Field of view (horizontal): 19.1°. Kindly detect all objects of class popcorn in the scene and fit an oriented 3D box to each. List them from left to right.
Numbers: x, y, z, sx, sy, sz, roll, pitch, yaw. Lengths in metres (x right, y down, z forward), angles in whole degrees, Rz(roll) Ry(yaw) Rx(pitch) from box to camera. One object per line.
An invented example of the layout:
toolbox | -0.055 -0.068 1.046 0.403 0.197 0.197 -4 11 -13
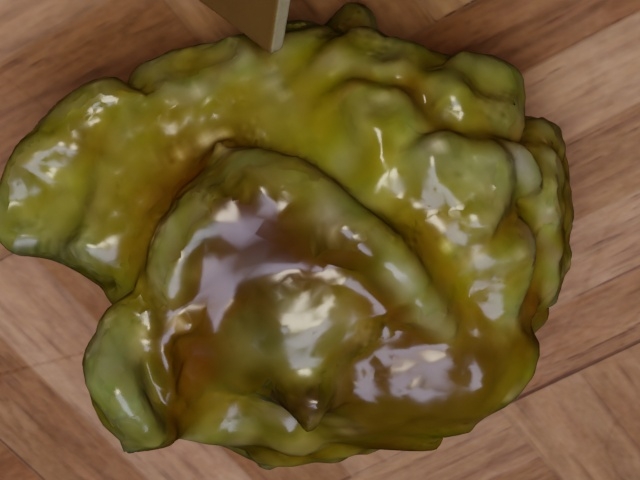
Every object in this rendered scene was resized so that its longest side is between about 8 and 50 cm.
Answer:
popcorn | -0.009 0.002 1.189 0.336 0.274 0.279 -11 158 16

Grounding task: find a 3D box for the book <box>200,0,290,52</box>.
book | -0.075 -0.197 1.085 0.012 0.172 0.118 -28 143 -36
